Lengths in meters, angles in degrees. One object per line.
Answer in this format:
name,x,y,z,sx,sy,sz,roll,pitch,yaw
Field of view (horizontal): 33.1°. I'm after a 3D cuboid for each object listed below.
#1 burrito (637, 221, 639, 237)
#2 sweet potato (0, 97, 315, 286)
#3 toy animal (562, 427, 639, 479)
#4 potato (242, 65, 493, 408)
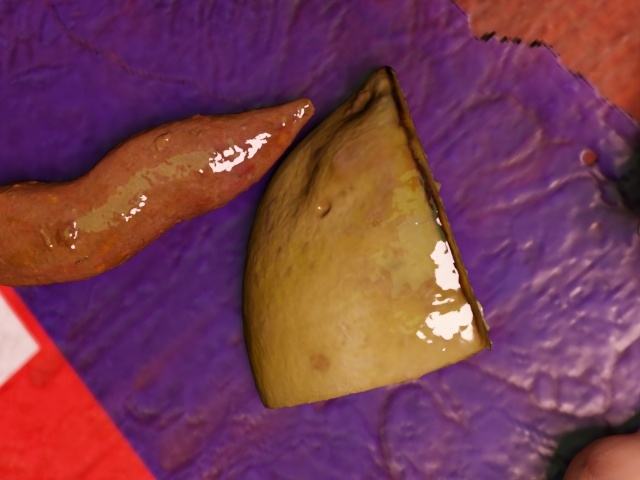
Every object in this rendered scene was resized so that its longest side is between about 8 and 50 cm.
burrito,0.251,-0.018,0.434,0.228,0.089,0.144,12,74,14
sweet potato,-0.101,-0.019,0.539,0.218,0.051,0.065,-19,66,12
toy animal,0.109,0.137,0.459,0.150,0.083,0.089,-42,98,-9
potato,0.000,0.000,0.498,0.120,0.081,0.149,-20,81,10
